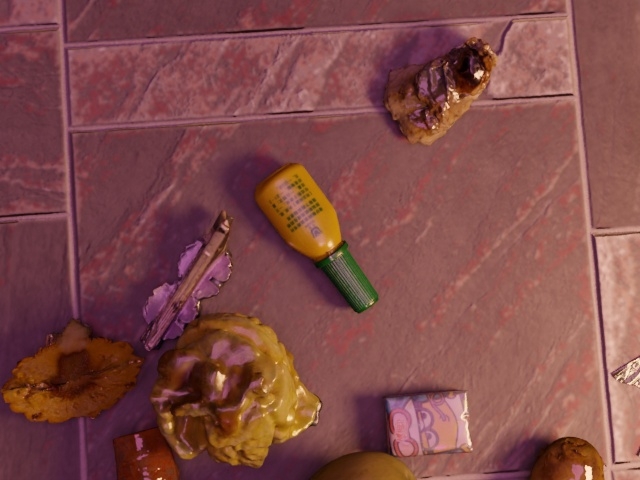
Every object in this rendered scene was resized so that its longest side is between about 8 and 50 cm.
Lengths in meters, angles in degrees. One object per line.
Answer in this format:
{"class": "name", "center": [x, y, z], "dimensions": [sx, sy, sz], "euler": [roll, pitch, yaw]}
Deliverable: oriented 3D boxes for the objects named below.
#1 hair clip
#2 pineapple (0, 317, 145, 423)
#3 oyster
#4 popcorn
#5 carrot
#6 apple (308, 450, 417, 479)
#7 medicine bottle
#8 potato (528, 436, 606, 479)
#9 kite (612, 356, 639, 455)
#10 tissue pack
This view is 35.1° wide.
{"class": "hair clip", "center": [-0.238, 0.080, 1.866], "dimensions": [0.106, 0.084, 0.292], "euler": [33, 90, -3]}
{"class": "pineapple", "center": [-0.455, 0.240, 1.846], "dimensions": [0.249, 0.140, 0.164], "euler": [-18, 44, -17]}
{"class": "oyster", "center": [0.233, -0.293, 1.896], "dimensions": [0.232, 0.107, 0.161], "euler": [-34, 95, -1]}
{"class": "popcorn", "center": [-0.163, 0.266, 1.770], "dimensions": [0.293, 0.237, 0.293], "euler": [0, 81, -1]}
{"class": "carrot", "center": [-0.303, 0.489, 1.802], "dimensions": [0.138, 0.139, 0.302], "euler": [-10, 85, -2]}
{"class": "apple", "center": [0.076, 0.511, 1.730], "dimensions": [0.254, 0.292, 0.292], "euler": [-24, 86, 12]}
{"class": "medicine bottle", "center": [0.000, 0.000, 1.874], "dimensions": [0.111, 0.076, 0.309], "euler": [-36, 86, 2]}
{"class": "potato", "center": [0.442, 0.442, 1.817], "dimensions": [0.137, 0.137, 0.176], "euler": [30, 71, 1]}
{"class": "kite", "center": [0.653, 0.292, 1.898], "dimensions": [0.229, 0.012, 0.250], "euler": [21, 86, 2]}
{"class": "tissue pack", "center": [0.197, 0.337, 1.856], "dimensions": [0.155, 0.065, 0.116], "euler": [-5, 85, -2]}
